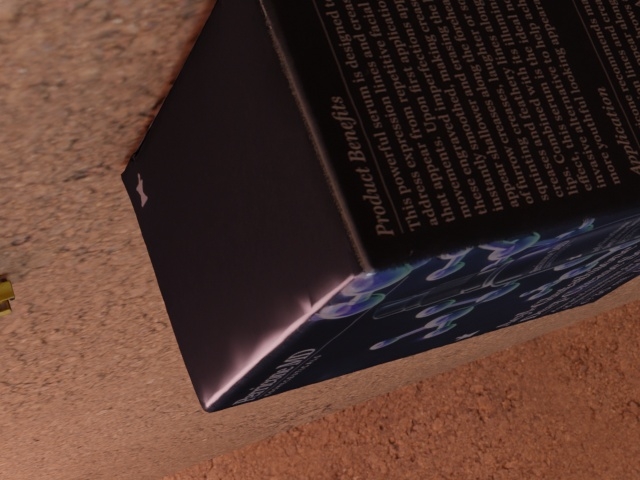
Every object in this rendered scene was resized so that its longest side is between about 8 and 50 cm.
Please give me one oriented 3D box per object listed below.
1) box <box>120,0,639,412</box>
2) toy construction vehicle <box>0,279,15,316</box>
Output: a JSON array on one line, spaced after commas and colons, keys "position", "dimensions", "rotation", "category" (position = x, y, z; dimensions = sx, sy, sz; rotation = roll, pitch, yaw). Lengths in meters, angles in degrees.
[{"position": [0.100, -0.056, 0.828], "dimensions": [0.395, 0.212, 0.293], "rotation": [-12, 163, -28], "category": "box"}, {"position": [-0.311, 0.056, 0.994], "dimensions": [0.085, 0.035, 0.098], "rotation": [-18, 164, -12], "category": "toy construction vehicle"}]
